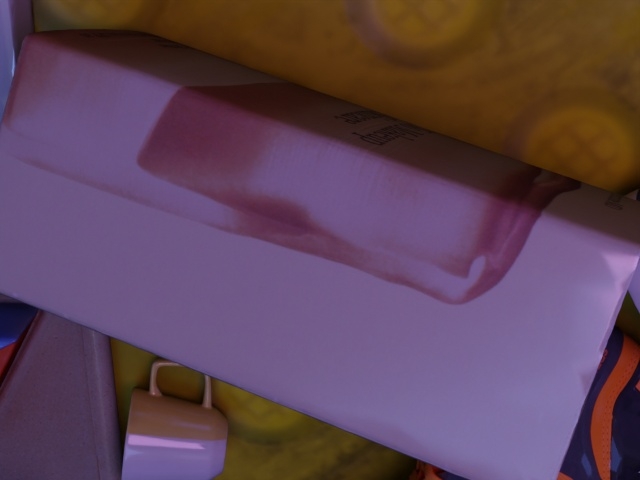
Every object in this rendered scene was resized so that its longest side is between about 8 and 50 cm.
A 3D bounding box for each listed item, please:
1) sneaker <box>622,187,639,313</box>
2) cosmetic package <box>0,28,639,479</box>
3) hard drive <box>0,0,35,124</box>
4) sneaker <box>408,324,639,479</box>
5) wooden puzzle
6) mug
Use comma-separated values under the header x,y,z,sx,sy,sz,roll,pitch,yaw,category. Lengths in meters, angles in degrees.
x,y,z,sx,sy,sz,roll,pitch,yaw,category
0.287,0.091,0.722,0.127,0.126,0.321,-25,112,26,sneaker
0.000,0.000,0.644,0.296,0.153,0.129,20,103,11,cosmetic package
-0.313,-0.166,0.705,0.308,0.040,0.203,5,120,5,hard drive
0.064,0.147,0.802,0.321,0.124,0.180,-36,106,13,sneaker
-0.292,0.144,0.859,0.322,0.080,0.347,1,120,7,wooden puzzle
-0.091,0.122,0.832,0.064,0.062,0.078,7,127,-5,mug
